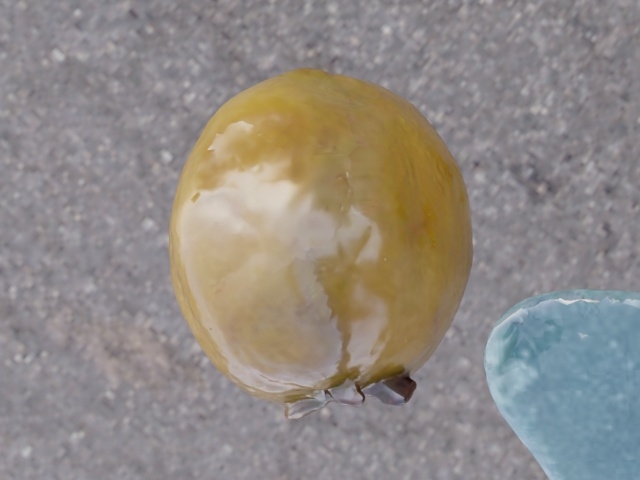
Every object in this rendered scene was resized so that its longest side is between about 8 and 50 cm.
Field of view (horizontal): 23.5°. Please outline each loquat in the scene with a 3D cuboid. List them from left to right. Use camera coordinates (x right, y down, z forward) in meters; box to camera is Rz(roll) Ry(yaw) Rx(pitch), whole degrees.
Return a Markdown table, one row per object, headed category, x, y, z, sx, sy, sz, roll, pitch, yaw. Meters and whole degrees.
| category | x | y | z | sx | sy | sz | roll | pitch | yaw |
| --- | --- | --- | --- | --- | --- | --- | --- | --- | --- |
| loquat | 0.000 | 0.000 | 1.066 | 0.193 | 0.238 | 0.238 | -10 | 126 | 30 |

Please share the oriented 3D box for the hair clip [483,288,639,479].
| category | x | y | z | sx | sy | sz | roll | pitch | yaw |
| --- | --- | --- | --- | --- | --- | --- | --- | --- | --- |
| hair clip | 0.318 | 0.137 | 0.772 | 0.392 | 0.238 | 0.318 | 0 | 110 | 27 |
